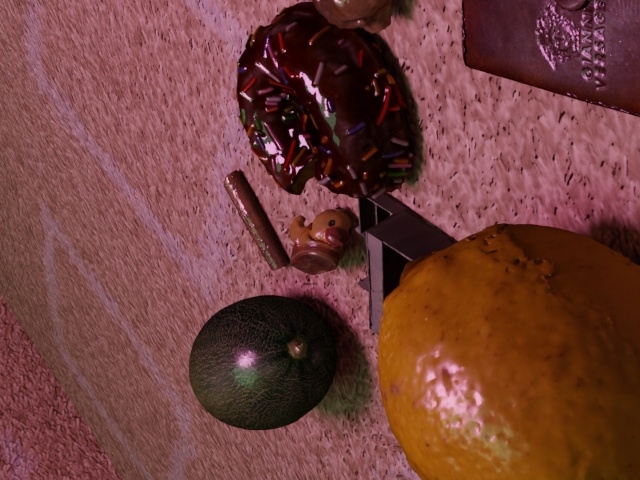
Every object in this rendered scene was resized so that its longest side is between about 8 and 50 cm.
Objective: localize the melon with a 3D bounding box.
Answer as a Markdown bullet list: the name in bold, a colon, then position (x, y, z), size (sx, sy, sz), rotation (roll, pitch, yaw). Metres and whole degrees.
- **melon**: position (-0.076, 0.162, 1.472), size (0.182, 0.182, 0.287), rotation (63, 155, -2)

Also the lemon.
- **lemon**: position (0.177, 0.116, 0.912), size (0.310, 0.253, 0.253), rotation (45, 149, 35)

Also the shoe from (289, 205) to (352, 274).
- **shoe**: position (-0.003, -0.001, 1.314), size (0.072, 0.069, 0.109), rotation (19, 158, 2)

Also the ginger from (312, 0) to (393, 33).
- **ginger**: position (0.021, -0.287, 0.991), size (0.104, 0.080, 0.204), rotation (45, 151, 41)

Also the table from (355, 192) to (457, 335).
- **table**: position (0.085, 0.039, 1.206), size (0.175, 0.062, 0.146), rotation (35, 143, 38)

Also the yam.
- **yam**: position (-0.088, -0.026, 1.486), size (0.145, 0.032, 0.032), rotation (61, 154, 0)

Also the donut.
- **donut**: position (-0.007, -0.138, 1.161), size (0.230, 0.096, 0.216), rotation (30, 140, 47)

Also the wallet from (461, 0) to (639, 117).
- **wallet**: position (0.197, -0.169, 0.843), size (0.255, 0.031, 0.137), rotation (28, 138, 48)
